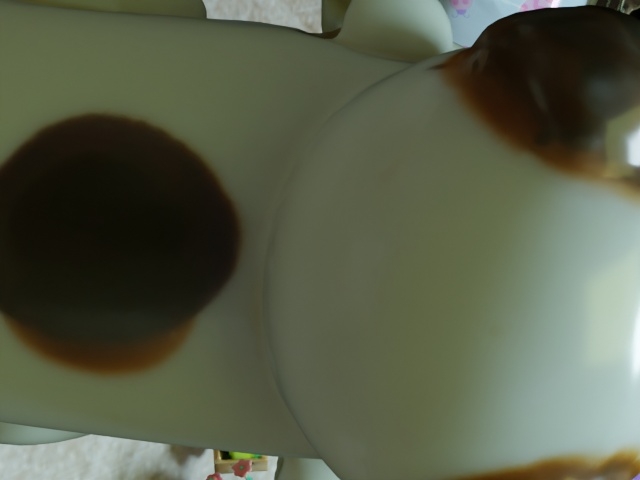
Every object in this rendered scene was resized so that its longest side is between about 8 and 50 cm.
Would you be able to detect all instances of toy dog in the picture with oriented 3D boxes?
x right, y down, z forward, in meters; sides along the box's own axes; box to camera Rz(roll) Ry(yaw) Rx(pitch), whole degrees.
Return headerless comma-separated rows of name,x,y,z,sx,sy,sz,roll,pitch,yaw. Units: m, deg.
toy dog,-0.019,-0.015,0.698,0.395,0.407,0.285,16,86,-62

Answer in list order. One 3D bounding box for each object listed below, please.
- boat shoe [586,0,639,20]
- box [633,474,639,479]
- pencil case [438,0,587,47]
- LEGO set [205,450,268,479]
boat shoe,0.254,-0.187,1.230,0.095,0.095,0.257,23,95,-52
box,0.286,0.105,1.275,0.279,0.177,0.290,38,83,-44
pencil case,0.134,-0.209,1.063,0.124,0.113,0.273,10,105,-32
LEGO set,-0.082,0.223,0.946,0.107,0.132,0.287,41,70,-56
